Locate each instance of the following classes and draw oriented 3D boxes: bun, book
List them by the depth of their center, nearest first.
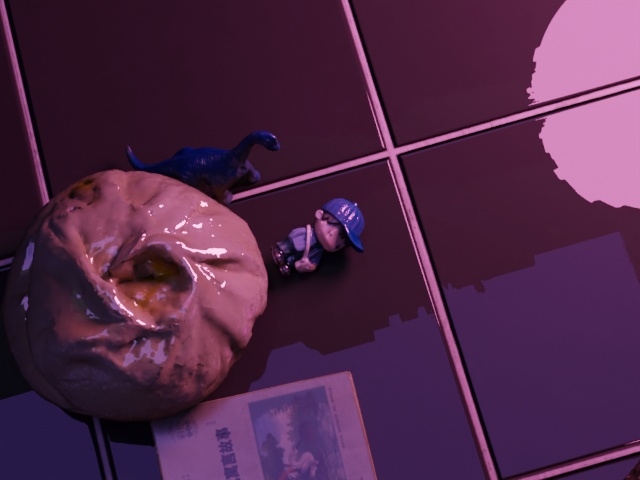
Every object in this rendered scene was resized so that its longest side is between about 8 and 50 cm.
[{"bbox_3d":[-0.259,0.065,1.914,0.365,0.219,0.365,-2,68,4],"label":"bun"},{"bbox_3d":[-0.071,0.304,1.924,0.282,0.025,0.215,-14,73,-2],"label":"book"}]

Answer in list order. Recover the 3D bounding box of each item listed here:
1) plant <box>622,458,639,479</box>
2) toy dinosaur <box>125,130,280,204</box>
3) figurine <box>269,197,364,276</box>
[{"bbox_3d":[0.467,0.302,1.827,0.203,0.131,0.142,-39,72,2],"label":"plant"},{"bbox_3d":[-0.169,-0.120,1.983,0.247,0.188,0.075,14,66,10],"label":"toy dinosaur"},{"bbox_3d":[-0.002,-0.005,2.003,0.136,0.077,0.079,-22,36,13],"label":"figurine"}]
